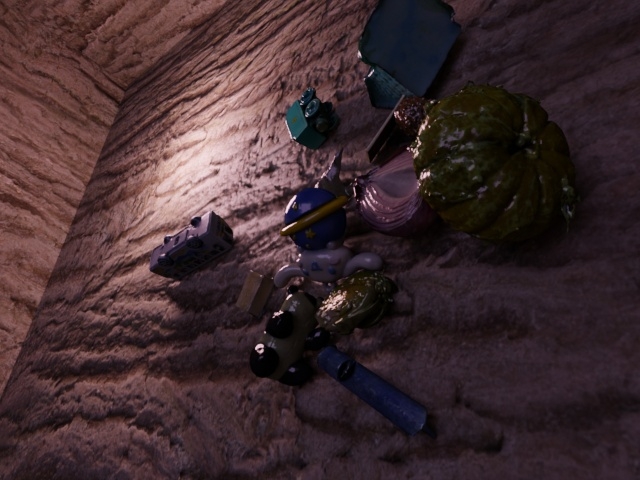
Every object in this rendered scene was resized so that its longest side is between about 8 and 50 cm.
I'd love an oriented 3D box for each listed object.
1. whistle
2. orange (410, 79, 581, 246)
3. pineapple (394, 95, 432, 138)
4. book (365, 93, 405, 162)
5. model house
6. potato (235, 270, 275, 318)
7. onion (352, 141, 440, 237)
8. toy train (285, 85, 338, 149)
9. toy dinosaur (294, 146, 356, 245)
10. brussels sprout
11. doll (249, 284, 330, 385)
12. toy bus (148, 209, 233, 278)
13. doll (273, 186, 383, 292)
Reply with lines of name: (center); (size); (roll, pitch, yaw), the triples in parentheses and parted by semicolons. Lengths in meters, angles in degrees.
whistle: (0.105, 0.296, 0.977); (0.304, 0.062, 0.062); (23, 81, 51)
orange: (0.301, -0.131, 0.897); (0.223, 0.300, 0.300); (136, 144, -59)
pineapple: (0.273, -0.287, 1.177); (0.197, 0.108, 0.108); (29, 86, 45)
book: (0.171, -0.289, 1.281); (0.012, 0.118, 0.172); (34, 91, 10)
model house: (0.207, -0.520, 1.340); (0.261, 0.225, 0.241); (-59, 10, -7)
potato: (-0.180, 0.149, 1.369); (0.086, 0.061, 0.122); (12, 74, 46)
onion: (0.186, -0.110, 1.123); (0.283, 0.120, 0.227); (21, 79, 57)
toy train: (-0.032, -0.386, 1.553); (0.154, 0.107, 0.198); (-45, 40, 25)
toy dinosaur: (0.014, -0.099, 1.326); (0.294, 0.077, 0.162); (-52, 46, 8)
brussels sprout: (0.077, 0.140, 1.087); (0.181, 0.100, 0.139); (-43, 31, 18)
doll: (-0.074, 0.225, 1.145); (0.234, 0.143, 0.135); (-62, 24, 1)
toy bus: (-0.436, 0.025, 1.653); (0.329, 0.136, 0.109); (-27, 45, 31)
doll: (-0.017, 0.002, 1.218); (0.310, 0.243, 0.160); (-30, 16, 33)
